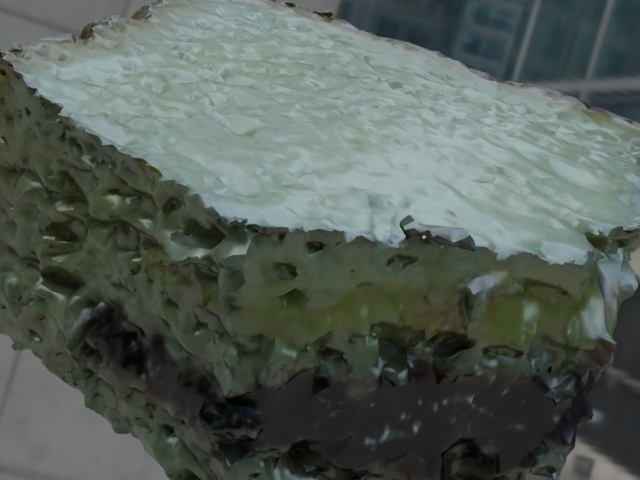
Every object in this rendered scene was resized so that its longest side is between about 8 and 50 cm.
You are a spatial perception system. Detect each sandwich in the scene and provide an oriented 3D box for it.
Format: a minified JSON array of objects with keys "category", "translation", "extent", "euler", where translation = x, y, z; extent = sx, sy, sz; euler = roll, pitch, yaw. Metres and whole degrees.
[{"category":"sandwich","translation":[0.000,-0.001,0.690],"extent":[0.262,0.131,0.325],"euler":[20,20,7]}]
